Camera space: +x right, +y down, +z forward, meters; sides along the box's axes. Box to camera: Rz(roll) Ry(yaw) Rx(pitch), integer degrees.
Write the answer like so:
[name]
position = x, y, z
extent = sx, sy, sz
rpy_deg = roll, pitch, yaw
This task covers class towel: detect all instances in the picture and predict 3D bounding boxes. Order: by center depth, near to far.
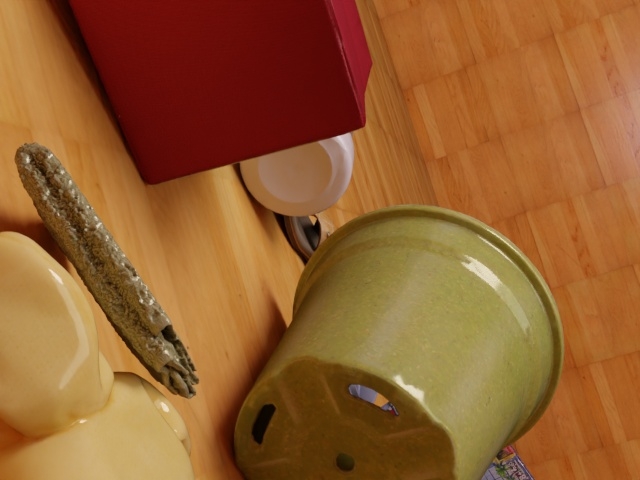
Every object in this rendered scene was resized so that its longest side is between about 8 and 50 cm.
[towel]
position = -0.117, 0.021, 0.468
extent = 0.148, 0.027, 0.110
rpy_deg = 52, -15, 18

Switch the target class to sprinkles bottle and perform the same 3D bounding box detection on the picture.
[sprinkles bottle]
position = -0.014, -0.159, 1.043
extent = 0.355, 0.121, 0.121
rpy_deg = -81, 150, -61

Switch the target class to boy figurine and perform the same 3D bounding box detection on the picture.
[boy figurine]
position = -0.106, 0.135, 0.393
extent = 0.177, 0.092, 0.285
rpy_deg = -74, 142, -66

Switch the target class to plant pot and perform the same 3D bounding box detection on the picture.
[plant pot]
position = 0.057, 0.135, 0.740
extent = 0.254, 0.276, 0.276
rpy_deg = -41, 113, -62

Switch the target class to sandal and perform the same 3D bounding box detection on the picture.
[sandal]
position = 0.000, 0.000, 1.043
extent = 0.072, 0.049, 0.180
rpy_deg = -88, 156, -52

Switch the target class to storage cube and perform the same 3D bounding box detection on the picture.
[storage cube]
position = -0.070, -0.184, 0.693
extent = 0.183, 0.215, 0.193
rpy_deg = -81, 155, -62

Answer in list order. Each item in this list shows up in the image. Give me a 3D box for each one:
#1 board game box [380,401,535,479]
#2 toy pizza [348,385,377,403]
[board game box]
position = 0.111, 0.252, 0.937
extent = 0.060, 0.194, 0.194
rpy_deg = 49, 6, -50
[toy pizza]
position = 0.040, 0.109, 1.047
extent = 0.201, 0.032, 0.201
rpy_deg = -6, 90, -74
